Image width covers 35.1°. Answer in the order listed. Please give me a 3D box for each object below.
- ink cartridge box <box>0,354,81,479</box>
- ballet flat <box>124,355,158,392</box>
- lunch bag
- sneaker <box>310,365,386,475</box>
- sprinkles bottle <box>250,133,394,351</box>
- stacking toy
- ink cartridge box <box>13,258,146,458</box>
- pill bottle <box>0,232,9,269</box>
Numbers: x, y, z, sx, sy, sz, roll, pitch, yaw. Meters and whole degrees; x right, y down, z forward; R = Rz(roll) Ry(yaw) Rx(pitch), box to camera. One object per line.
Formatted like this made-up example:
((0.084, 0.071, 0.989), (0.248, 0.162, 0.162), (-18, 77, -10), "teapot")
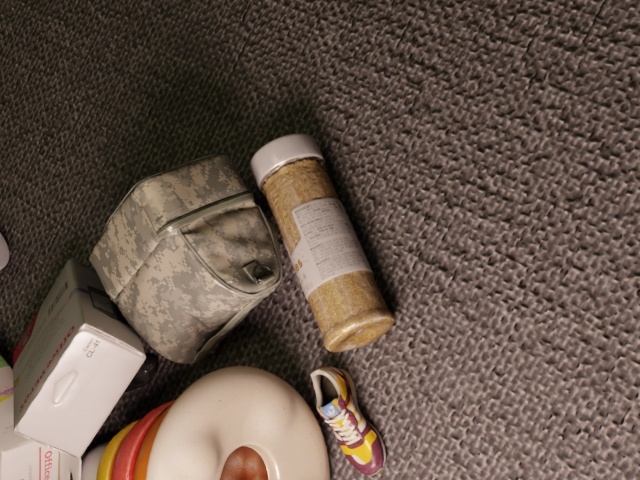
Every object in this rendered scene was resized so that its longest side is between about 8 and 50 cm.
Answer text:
((-0.565, 0.380, 1.820), (0.353, 0.119, 0.207), (35, 127, 39), "ink cartridge box")
((-0.368, 0.252, 1.858), (0.173, 0.049, 0.058), (-15, 112, 29), "ballet flat")
((-0.213, 0.043, 1.669), (0.256, 0.212, 0.305), (59, 137, 11), "lunch bag")
((0.036, 0.285, 1.590), (0.069, 0.084, 0.186), (-37, 65, 19), "sneaker")
((0.000, 0.000, 1.644), (0.121, 0.121, 0.356), (-32, 67, 21), "sprinkles bottle")
((-0.254, 0.391, 1.645), (0.479, 0.350, 0.351), (-11, 75, 43), "stacking toy")
((-0.429, 0.198, 1.764), (0.226, 0.131, 0.306), (-56, 26, 8), "ink cartridge box")
((-0.774, 0.075, 2.047), (0.278, 0.162, 0.162), (-35, 66, 20), "pill bottle")
